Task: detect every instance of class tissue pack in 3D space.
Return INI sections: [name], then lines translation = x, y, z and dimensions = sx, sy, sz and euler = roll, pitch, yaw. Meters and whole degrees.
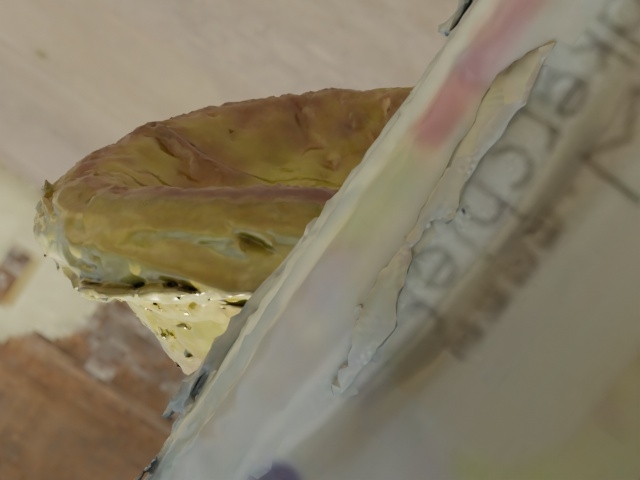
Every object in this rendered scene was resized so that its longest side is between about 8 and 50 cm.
[tissue pack]
translation = 0.146, 0.079, 0.432
dimensions = 0.344, 0.242, 0.125
euler = 41, -165, 21

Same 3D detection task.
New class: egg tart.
[egg tart]
translation = 0.000, 0.000, 0.908
dimensions = 0.295, 0.116, 0.295
euler = -5, -165, 1
